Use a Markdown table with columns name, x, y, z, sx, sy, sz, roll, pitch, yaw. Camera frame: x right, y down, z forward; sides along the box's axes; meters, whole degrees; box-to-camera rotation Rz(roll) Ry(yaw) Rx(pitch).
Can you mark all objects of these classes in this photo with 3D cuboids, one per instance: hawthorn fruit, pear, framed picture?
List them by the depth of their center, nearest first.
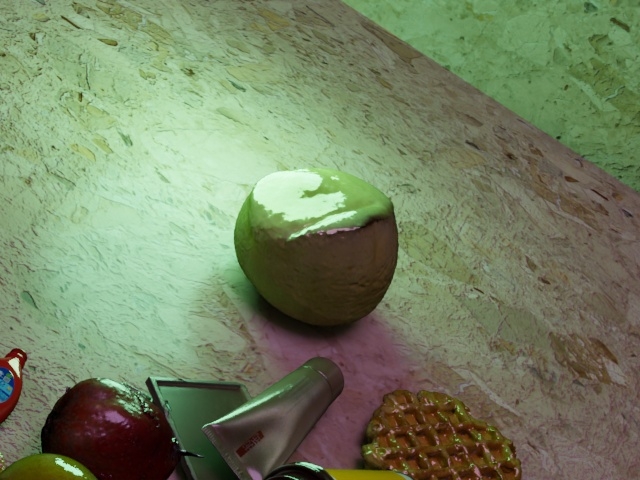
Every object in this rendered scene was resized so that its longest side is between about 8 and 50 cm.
| name | x | y | z | sx | sy | sz | roll | pitch | yaw |
| --- | --- | --- | --- | --- | --- | --- | --- | --- | --- |
| pear | -0.347 | 0.381 | 1.701 | 0.216 | 0.166 | 0.180 | 33 | 60 | -36 |
| hawthorn fruit | -0.282 | 0.296 | 1.841 | 0.235 | 0.181 | 0.181 | 19 | 35 | -12 |
| framed picture | -0.145 | 0.328 | 2.027 | 0.209 | 0.019 | 0.281 | 11 | 38 | -41 |

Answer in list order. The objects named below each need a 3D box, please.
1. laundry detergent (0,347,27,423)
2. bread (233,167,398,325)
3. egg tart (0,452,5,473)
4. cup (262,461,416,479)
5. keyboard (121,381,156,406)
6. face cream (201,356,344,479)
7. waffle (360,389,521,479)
| name | x | y | z | sx | sy | sz | roll | pitch | yaw |
| --- | --- | --- | --- | --- | --- | --- | --- | --- | --- |
| laundry detergent | -0.486 | 0.212 | 1.906 | 0.097 | 0.049 | 0.165 | 27 | 31 | -2 |
| bread | -0.003 | 0.010 | 2.394 | 0.320 | 0.237 | 0.320 | 15 | 24 | -7 |
| egg tart | -0.486 | 0.318 | 1.774 | 0.105 | 0.039 | 0.105 | 21 | 35 | -15 |
| cup | 0.031 | 0.422 | 1.931 | 0.280 | 0.196 | 0.196 | 3 | 42 | -48 |
| keyboard | -0.250 | 0.279 | 2.032 | 0.166 | 0.017 | 0.055 | 30 | 33 | -3 |
| face cream | -0.066 | 0.288 | 2.087 | 0.137 | 0.084 | 0.341 | 53 | 31 | 2 |
| waffle | 0.216 | 0.383 | 2.227 | 0.302 | 0.068 | 0.325 | 32 | 35 | 0 |
